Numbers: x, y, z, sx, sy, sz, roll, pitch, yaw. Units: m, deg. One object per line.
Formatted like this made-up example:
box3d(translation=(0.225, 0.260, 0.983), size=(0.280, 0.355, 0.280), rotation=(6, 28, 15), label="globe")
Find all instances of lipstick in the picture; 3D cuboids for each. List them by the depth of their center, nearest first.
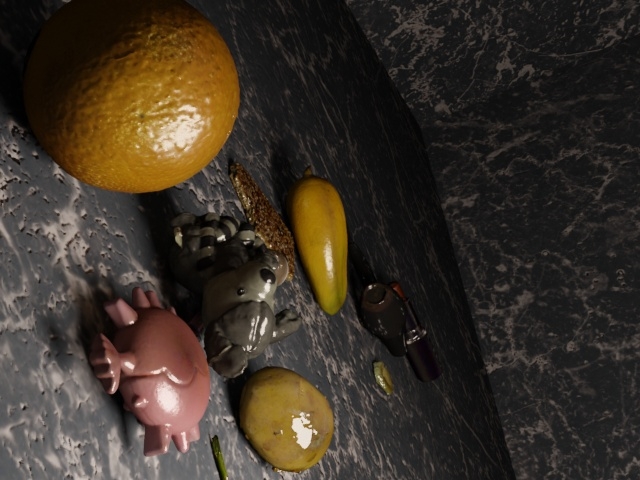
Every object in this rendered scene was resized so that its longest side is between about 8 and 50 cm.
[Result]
box3d(translation=(0.240, 0.242, 2.487), size=(0.300, 0.081, 0.081), rotation=(63, 17, -19), label="lipstick")

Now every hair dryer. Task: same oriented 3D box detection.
box3d(translation=(0.126, 0.103, 2.318), size=(0.304, 0.120, 0.359), rotation=(58, 8, -58), label="hair dryer")

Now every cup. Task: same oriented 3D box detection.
box3d(translation=(-0.116, 0.045, 1.648), size=(0.099, 0.102, 0.074), rotation=(14, 94, -72), label="cup")

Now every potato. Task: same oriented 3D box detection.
box3d(translation=(-0.050, 0.277, 1.430), size=(0.176, 0.137, 0.137), rotation=(55, 20, -33), label="potato")

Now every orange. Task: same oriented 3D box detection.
box3d(translation=(-0.238, -0.190, 1.181), size=(0.274, 0.274, 0.274), rotation=(57, 19, -33), label="orange")

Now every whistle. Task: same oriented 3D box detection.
box3d(translation=(-0.171, 0.114, 1.410), size=(0.033, 0.033, 0.176), rotation=(65, 17, -12), label="whistle")

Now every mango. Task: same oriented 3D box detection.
box3d(translation=(0.000, 0.000, 1.960), size=(0.176, 0.119, 0.317), rotation=(122, -41, -85), label="mango")

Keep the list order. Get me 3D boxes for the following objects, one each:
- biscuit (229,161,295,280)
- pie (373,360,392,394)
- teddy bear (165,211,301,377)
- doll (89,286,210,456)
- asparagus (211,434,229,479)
box3d(translation=(-0.110, -0.038, 1.821), size=(0.237, 0.026, 0.131), rotation=(56, 18, -38), label="biscuit")
box3d(translation=(0.146, 0.321, 2.194), size=(0.084, 0.020, 0.084), rotation=(57, 18, -30), label="pie")
box3d(translation=(-0.107, 0.071, 1.342), size=(0.171, 0.144, 0.251), rotation=(5, 40, -47), label="teddy bear")
box3d(translation=(-0.201, 0.159, 1.152), size=(0.262, 0.093, 0.211), rotation=(21, 53, -69), label="doll")
box3d(translation=(-0.125, 0.350, 1.289), size=(0.016, 0.013, 0.166), rotation=(-43, -118, 62), label="asparagus")
